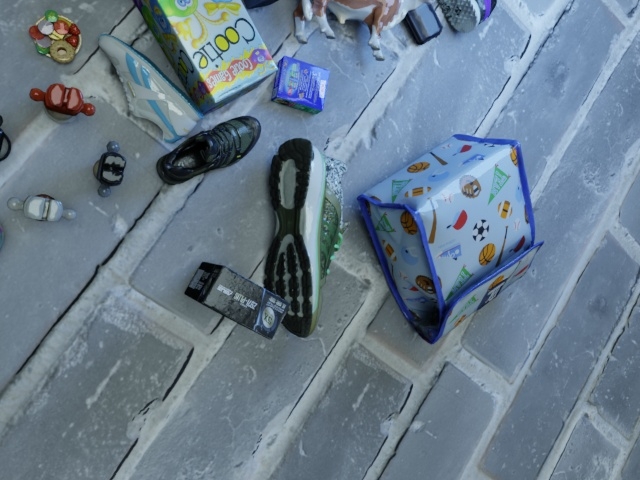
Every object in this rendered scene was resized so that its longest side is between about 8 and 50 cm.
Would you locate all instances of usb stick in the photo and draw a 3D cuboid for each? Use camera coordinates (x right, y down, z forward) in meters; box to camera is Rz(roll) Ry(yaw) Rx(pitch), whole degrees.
[{"bbox_3d":[0.192,-0.586,1.241,0.077,0.045,0.278,-35,105,-10],"label":"usb stick"}]

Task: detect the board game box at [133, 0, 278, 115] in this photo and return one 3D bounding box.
[{"bbox_3d":[-0.224,-0.397,1.010,0.142,0.144,0.275,-34,103,-18],"label":"board game box"}]

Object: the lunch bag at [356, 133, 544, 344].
[{"bbox_3d":[0.312,0.007,1.216,0.328,0.239,0.385,-31,119,-20],"label":"lunch bag"}]

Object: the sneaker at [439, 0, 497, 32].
[{"bbox_3d":[0.332,-0.655,1.277,0.146,0.102,0.293,-36,110,-23],"label":"sneaker"}]

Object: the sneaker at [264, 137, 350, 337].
[{"bbox_3d":[0.000,0.000,1.132,0.182,0.158,0.410,0,97,-41],"label":"sneaker"}]

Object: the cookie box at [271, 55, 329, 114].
[{"bbox_3d":[-0.042,-0.328,1.147,0.107,0.040,0.092,12,87,-23],"label":"cookie box"}]

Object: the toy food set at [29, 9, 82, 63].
[{"bbox_3d":[-0.473,-0.366,0.969,0.082,0.020,0.083,28,81,-22],"label":"toy food set"}]

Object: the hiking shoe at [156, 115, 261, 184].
[{"bbox_3d":[-0.201,-0.175,1.042,0.227,0.114,0.086,-34,105,-19],"label":"hiking shoe"}]

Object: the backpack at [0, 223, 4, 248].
[{"bbox_3d":[-0.610,-0.025,0.869,0.182,0.115,0.152,30,91,-22],"label":"backpack"}]

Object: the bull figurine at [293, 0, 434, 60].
[{"bbox_3d":[0.088,-0.502,1.156,0.310,0.101,0.188,7,90,-10],"label":"bull figurine"}]

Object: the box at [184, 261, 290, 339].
[{"bbox_3d":[-0.163,0.111,1.031,0.147,0.180,0.078,33,77,-22],"label":"box"}]

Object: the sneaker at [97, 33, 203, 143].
[{"bbox_3d":[-0.329,-0.282,0.999,0.092,0.087,0.229,-44,98,8],"label":"sneaker"}]

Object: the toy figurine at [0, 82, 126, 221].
[{"bbox_3d":[-0.457,-0.143,0.922,0.213,0.148,0.209,-40,112,-20],"label":"toy figurine"}]

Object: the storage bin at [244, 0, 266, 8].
[{"bbox_3d":[-0.111,-0.519,1.070,0.098,0.135,0.091,-21,111,-22],"label":"storage bin"}]
